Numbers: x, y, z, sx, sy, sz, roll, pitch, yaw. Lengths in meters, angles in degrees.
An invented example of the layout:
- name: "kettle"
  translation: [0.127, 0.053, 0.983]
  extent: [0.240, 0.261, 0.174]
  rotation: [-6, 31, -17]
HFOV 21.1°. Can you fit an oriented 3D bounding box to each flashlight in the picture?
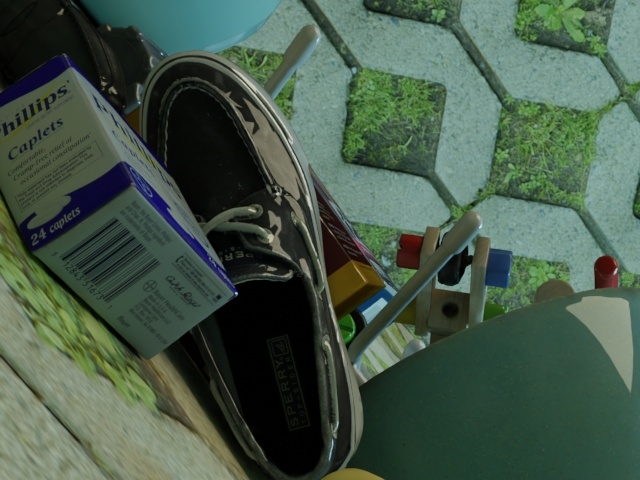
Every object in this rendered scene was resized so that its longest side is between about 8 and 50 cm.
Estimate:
- name: "flashlight"
  translation: [-0.134, -0.115, 1.668]
  extent: [0.103, 0.103, 0.304]
  rotation: [13, -15, 27]

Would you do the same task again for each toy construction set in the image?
- name: "toy construction set"
  translation: [0.163, 0.126, 1.758]
  extent: [0.237, 0.309, 0.257]
  rotation: [64, 8, -67]

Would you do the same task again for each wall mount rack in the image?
- name: "wall mount rack"
  translation: [0.000, 0.000, 1.444]
  extent: [0.350, 0.130, 0.304]
  rotation: [49, -18, 16]

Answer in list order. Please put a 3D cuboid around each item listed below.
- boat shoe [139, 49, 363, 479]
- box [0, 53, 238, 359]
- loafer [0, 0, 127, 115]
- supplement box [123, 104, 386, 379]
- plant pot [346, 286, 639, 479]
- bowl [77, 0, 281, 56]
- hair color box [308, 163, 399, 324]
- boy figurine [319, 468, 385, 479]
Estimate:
- name: "boat shoe"
  translation: [-0.051, 0.016, 1.112]
  extent: [0.102, 0.108, 0.301]
  rotation: [18, 56, -82]
- name: "box"
  translation: [-0.128, -0.021, 1.017]
  extent: [0.126, 0.072, 0.137]
  rotation: [51, 4, -47]
- name: "loafer"
  translation: [-0.212, -0.153, 1.213]
  extent: [0.223, 0.076, 0.078]
  rotation: [51, 6, 33]
- name: "supplement box"
  translation: [-0.065, -0.009, 1.265]
  extent: [0.194, 0.129, 0.191]
  rotation: [55, 4, 5]
- name: "plant pot"
  translation: [0.160, 0.189, 1.278]
  extent: [0.195, 0.290, 0.290]
  rotation: [67, 8, 21]
- name: "bowl"
  translation: [-0.162, -0.326, 2.049]
  extent: [0.311, 0.312, 0.163]
  rotation: [-121, -168, -57]
- name: "hair color box"
  translation: [-0.041, -0.039, 2.077]
  extent: [0.347, 0.105, 0.174]
  rotation: [54, 3, 18]
- name: "boy figurine"
  translation: [0.070, 0.248, 0.890]
  extent: [0.285, 0.092, 0.177]
  rotation: [54, 4, 11]
